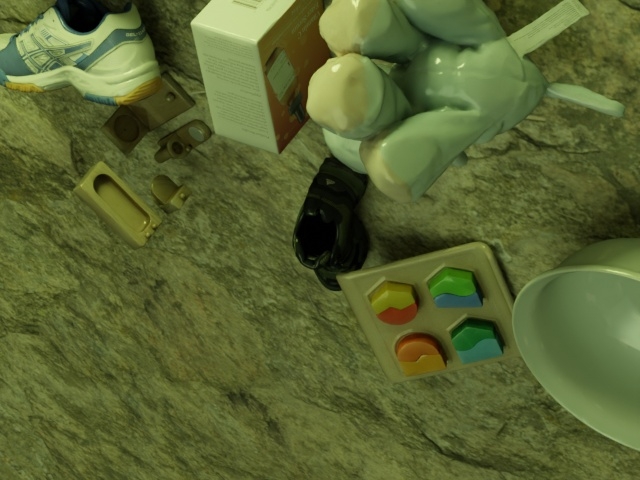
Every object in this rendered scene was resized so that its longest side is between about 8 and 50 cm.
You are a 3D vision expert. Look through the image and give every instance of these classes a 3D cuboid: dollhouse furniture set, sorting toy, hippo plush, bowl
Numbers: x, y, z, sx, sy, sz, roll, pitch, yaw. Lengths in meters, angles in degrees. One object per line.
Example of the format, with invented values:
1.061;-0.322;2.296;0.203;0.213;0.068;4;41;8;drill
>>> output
-0.220;-0.100;2.112;0.144;0.151;0.123;46;147;-16;dollhouse furniture set
0.143;0.098;2.048;0.208;0.038;0.193;-11;127;21;sorting toy
0.104;-0.176;1.692;0.234;0.294;0.236;68;168;-6;hippo plush
0.371;0.096;1.797;0.298;0.134;0.298;25;144;20;bowl

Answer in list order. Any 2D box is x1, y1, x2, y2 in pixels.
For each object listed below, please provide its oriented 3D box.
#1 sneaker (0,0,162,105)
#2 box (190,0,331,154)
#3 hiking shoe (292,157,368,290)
-0.321;-0.258;2.085;0.296;0.112;0.131;9;120;35;sneaker
-0.061;-0.207;1.845;0.091;0.130;0.170;20;144;25;box
0.000;0.000;2.055;0.086;0.114;0.227;25;145;21;hiking shoe
